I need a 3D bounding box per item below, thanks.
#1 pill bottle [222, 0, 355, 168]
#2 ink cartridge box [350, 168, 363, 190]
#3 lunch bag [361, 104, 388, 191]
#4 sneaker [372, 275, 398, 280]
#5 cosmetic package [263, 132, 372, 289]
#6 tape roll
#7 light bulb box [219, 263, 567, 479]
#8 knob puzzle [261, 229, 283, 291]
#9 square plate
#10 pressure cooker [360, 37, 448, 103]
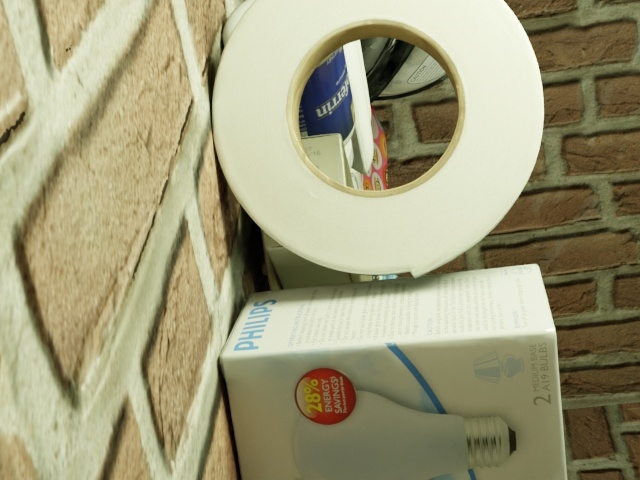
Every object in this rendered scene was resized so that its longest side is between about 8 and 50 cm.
[{"bbox_3d":[-0.034,-0.195,1.585,0.265,0.153,0.153,76,9,-50],"label":"pill bottle"},{"bbox_3d":[0.021,-0.031,2.067,0.283,0.117,0.207,-88,170,-57],"label":"ink cartridge box"},{"bbox_3d":[0.056,-0.185,2.477,0.258,0.120,0.293,38,45,-65],"label":"lunch bag"},{"bbox_3d":[0.116,0.069,2.133,0.063,0.073,0.162,-56,-164,27],"label":"sneaker"},{"bbox_3d":[0.000,0.000,1.599,0.309,0.113,0.160,68,16,-65],"label":"cosmetic package"},{"bbox_3d":[0.066,-0.149,1.375,0.072,0.392,0.392,34,50,-82],"label":"tape roll"},{"bbox_3d":[0.097,0.241,1.363,0.225,0.361,0.358,-70,152,-73],"label":"light bulb box"},{"bbox_3d":[-0.070,0.009,1.600,0.213,0.030,0.213,-7,90,-85],"label":"knob puzzle"},{"bbox_3d":[-0.010,-0.305,1.775,0.344,0.049,0.347,-139,-144,-62],"label":"square plate"},{"bbox_3d":[0.097,-0.452,2.093,0.370,0.375,0.420,62,19,-51],"label":"pressure cooker"}]
